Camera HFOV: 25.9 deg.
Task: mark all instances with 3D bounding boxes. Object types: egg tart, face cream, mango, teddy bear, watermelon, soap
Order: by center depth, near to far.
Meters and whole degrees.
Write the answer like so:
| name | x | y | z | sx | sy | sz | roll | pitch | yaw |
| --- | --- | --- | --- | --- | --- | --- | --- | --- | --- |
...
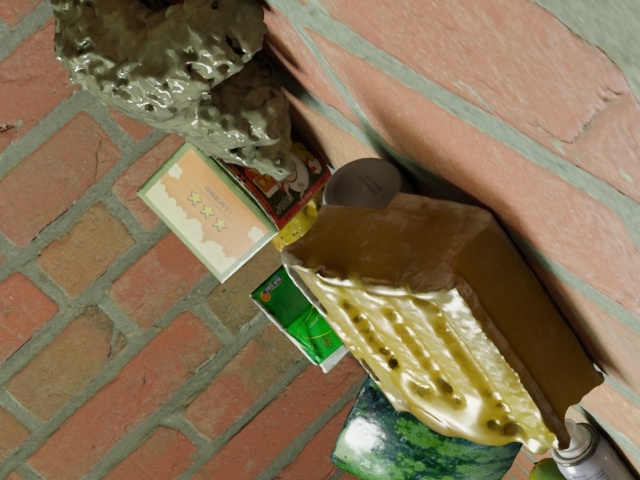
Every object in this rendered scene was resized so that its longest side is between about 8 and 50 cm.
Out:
| name | x | y | z | sx | sy | sz | roll | pitch | yaw |
| --- | --- | --- | --- | --- | --- | --- | --- | --- | --- |
| soap | 0.127 | 0.089 | 1.483 | 0.259 | 0.143 | 0.281 | 8 | 147 | 43 |
| face cream | 0.060 | -0.028 | 1.585 | 0.117 | 0.117 | 0.104 | 43 | 165 | 40 |
| teddy bear | -0.152 | -0.218 | 1.702 | 0.357 | 0.224 | 0.367 | 42 | -173 | 35 |
| face cream | 0.372 | 0.316 | 1.828 | 0.229 | 0.075 | 0.075 | 51 | 174 | -31 |
| watermelon | 0.193 | 0.229 | 2.175 | 0.283 | 0.292 | 0.250 | 23 | 139 | -12 |
| mango | 0.413 | 0.433 | 2.287 | 0.191 | 0.085 | 0.122 | 51 | 171 | -22 |
| egg tart | 0.000 | 0.000 | 2.312 | 0.288 | 0.118 | 0.288 | 47 | 170 | 11 |

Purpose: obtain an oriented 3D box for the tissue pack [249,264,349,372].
| name | x | y | z | sx | sy | sz | roll | pitch | yaw |
| --- | --- | --- | --- | --- | --- | --- | --- | --- | --- |
| tissue pack | 0.032 | 0.083 | 2.107 | 0.156 | 0.209 | 0.148 | 51 | 174 | -35 |

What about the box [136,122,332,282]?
| name | x | y | z | sx | sy | sz | roll | pitch | yaw |
| --- | --- | --- | --- | --- | --- | --- | --- | --- | --- |
| box | -0.114 | -0.081 | 1.942 | 0.177 | 0.148 | 0.195 | 48 | -145 | -3 |
